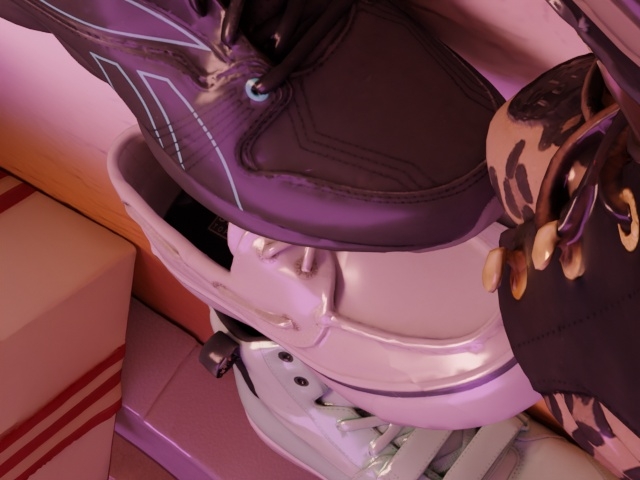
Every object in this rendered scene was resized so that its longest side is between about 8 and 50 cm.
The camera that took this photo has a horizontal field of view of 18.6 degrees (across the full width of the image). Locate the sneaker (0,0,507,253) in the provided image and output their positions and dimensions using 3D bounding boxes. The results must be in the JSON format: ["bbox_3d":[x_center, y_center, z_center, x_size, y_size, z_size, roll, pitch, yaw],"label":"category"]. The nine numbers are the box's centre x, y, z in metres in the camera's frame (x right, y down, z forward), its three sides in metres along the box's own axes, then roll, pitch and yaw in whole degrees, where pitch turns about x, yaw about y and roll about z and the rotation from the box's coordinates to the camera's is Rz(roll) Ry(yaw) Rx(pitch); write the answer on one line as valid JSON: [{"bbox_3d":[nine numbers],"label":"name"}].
[{"bbox_3d":[-0.047,-0.087,0.680,0.267,0.101,0.106,31,160,12],"label":"sneaker"}]

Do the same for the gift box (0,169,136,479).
[{"bbox_3d":[-0.301,0.096,1.225,0.276,0.258,0.255,23,127,23],"label":"gift box"}]

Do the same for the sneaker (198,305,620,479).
[{"bbox_3d":[0.045,0.092,0.986,0.256,0.094,0.151,24,156,30],"label":"sneaker"}]

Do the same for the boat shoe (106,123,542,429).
[{"bbox_3d":[0.000,0.000,0.843,0.267,0.096,0.088,28,167,50],"label":"boat shoe"}]

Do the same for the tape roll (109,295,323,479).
[{"bbox_3d":[-0.137,0.137,1.482,0.392,0.072,0.392,33,163,11],"label":"tape roll"}]

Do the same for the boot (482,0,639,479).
[{"bbox_3d":[0.100,-0.042,0.458,0.377,0.138,0.284,45,168,-5],"label":"boot"}]
